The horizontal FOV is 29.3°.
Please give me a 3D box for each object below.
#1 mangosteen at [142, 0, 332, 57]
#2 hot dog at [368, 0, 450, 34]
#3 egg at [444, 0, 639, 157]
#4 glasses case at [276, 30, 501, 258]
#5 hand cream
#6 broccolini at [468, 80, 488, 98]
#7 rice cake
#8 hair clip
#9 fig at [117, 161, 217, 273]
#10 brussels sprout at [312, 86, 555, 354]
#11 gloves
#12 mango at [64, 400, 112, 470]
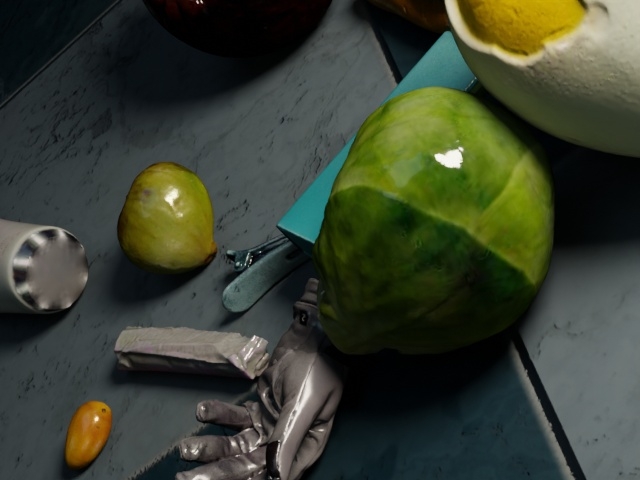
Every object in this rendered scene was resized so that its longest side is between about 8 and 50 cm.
[{"bbox_3d":[-0.091,-0.408,1.647,0.307,0.307,0.347,0,31,46],"label":"mangosteen"},{"bbox_3d":[0.148,-0.317,1.455,0.135,0.100,0.337,-50,37,1],"label":"hot dog"},{"bbox_3d":[0.286,-0.208,1.072,0.345,0.283,0.283,30,82,25],"label":"egg"},{"bbox_3d":[0.091,-0.096,1.329,0.301,0.070,0.117,-50,34,-9],"label":"glasses case"},{"bbox_3d":[-0.464,0.037,1.791,0.359,0.118,0.185,0,63,53],"label":"hand cream"},{"bbox_3d":[0.144,-0.200,1.281,0.271,0.062,0.123,-51,44,-8],"label":"broccolini"},{"bbox_3d":[-0.158,0.133,1.439,0.270,0.049,0.055,-3,36,44],"label":"rice cake"},{"bbox_3d":[0.000,0.000,1.390,0.275,0.048,0.083,-25,40,29],"label":"hair clip"},{"bbox_3d":[-0.198,-0.028,1.551,0.136,0.121,0.153,119,144,-61],"label":"fig"},{"bbox_3d":[0.103,-0.003,1.157,0.271,0.219,0.210,-50,16,35],"label":"brussels sprout"},{"bbox_3d":[-0.034,0.161,1.238,0.285,0.119,0.142,-50,24,-21],"label":"gloves"},{"bbox_3d":[-0.284,0.238,1.487,0.060,0.046,0.089,26,92,54],"label":"mango"}]
